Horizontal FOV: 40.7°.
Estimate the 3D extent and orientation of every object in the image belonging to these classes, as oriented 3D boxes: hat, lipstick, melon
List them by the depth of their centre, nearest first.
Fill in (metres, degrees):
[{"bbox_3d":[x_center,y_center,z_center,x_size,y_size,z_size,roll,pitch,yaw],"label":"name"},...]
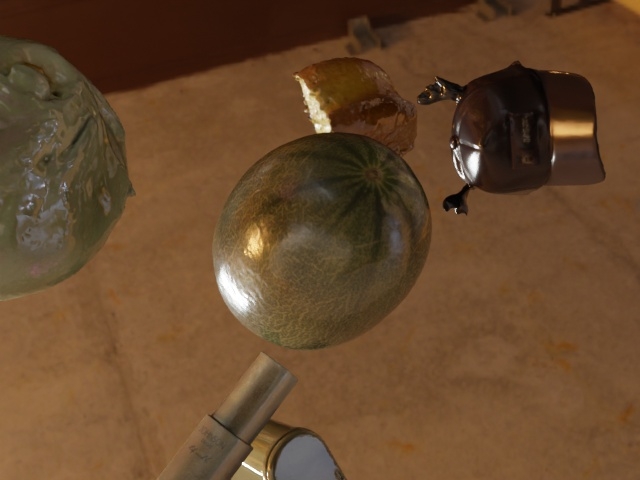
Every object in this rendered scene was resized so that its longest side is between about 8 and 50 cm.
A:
[{"bbox_3d":[0.000,0.000,1.009,0.237,0.301,0.237,12,-120,-22],"label":"melon"},{"bbox_3d":[-0.137,0.285,1.278,0.079,0.077,0.253,31,-103,27],"label":"lipstick"},{"bbox_3d":[0.293,-0.164,1.419,0.209,0.238,0.336,-16,-166,-20],"label":"hat"}]

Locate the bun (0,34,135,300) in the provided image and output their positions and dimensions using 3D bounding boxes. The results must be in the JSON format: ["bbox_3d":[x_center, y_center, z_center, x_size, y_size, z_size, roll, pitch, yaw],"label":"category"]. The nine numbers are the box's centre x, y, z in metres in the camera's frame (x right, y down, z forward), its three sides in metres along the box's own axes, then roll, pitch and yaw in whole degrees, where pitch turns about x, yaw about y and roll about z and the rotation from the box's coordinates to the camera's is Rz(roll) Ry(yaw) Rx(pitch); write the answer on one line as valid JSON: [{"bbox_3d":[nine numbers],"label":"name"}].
[{"bbox_3d":[-0.304,-0.092,0.783,0.283,0.179,0.283,12,-128,-16],"label":"bun"}]

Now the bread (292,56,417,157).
[{"bbox_3d":[0.084,-0.237,1.687,0.179,0.340,0.194,-31,-113,-2],"label":"bread"}]

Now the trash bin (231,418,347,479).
[{"bbox_3d":[-0.071,0.416,1.532,0.121,0.243,0.247,-39,-157,-27],"label":"trash bin"}]
